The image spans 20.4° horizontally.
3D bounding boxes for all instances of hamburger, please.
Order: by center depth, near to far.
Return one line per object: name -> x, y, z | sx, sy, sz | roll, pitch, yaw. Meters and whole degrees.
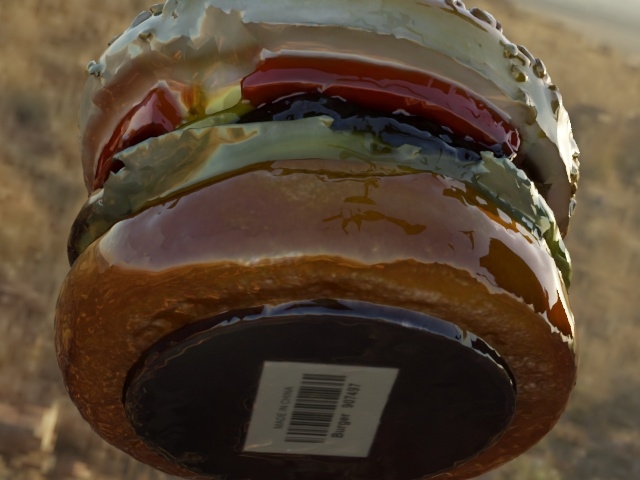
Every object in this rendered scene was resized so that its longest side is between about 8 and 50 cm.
hamburger -> 0.000, 0.000, 1.088 | 0.329, 0.250, 0.330 | -1, -31, 0
